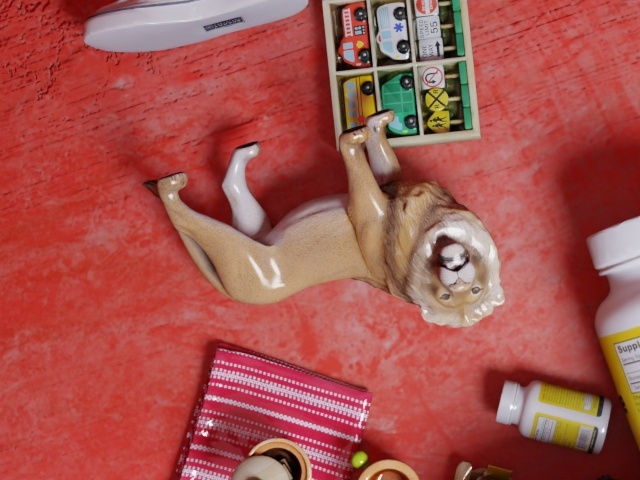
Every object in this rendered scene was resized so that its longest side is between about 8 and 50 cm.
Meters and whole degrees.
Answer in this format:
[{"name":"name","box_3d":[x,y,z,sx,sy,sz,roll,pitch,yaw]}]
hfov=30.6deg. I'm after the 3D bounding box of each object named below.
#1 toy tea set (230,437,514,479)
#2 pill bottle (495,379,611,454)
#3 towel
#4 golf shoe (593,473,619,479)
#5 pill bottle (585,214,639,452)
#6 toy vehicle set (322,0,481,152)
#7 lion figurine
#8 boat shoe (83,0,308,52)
[{"name":"toy tea set","box_3d":[0.061,0.321,1.250,0.336,0.124,0.200,12,89,2]},{"name":"pill bottle","box_3d":[0.253,0.189,1.275,0.116,0.065,0.065,14,88,10]},{"name":"towel","box_3d":[-0.071,0.276,1.343,0.198,0.031,0.275,17,89,10]},{"name":"golf shoe","box_3d":[0.279,0.383,1.251,0.120,0.105,0.273,24,96,-5]},{"name":"pill bottle","box_3d":[0.395,0.130,1.193,0.187,0.188,0.334,-19,82,8]},{"name":"toy vehicle set","box_3d":[0.090,-0.240,1.352,0.166,0.035,0.267,-6,85,9]},{"name":"lion figurine","box_3d":[0.000,0.000,1.312,0.392,0.142,0.240,-10,105,23]},{"name":"boat shoe","box_3d":[-0.151,-0.289,1.370,0.267,0.096,0.088,-13,79,8]}]
